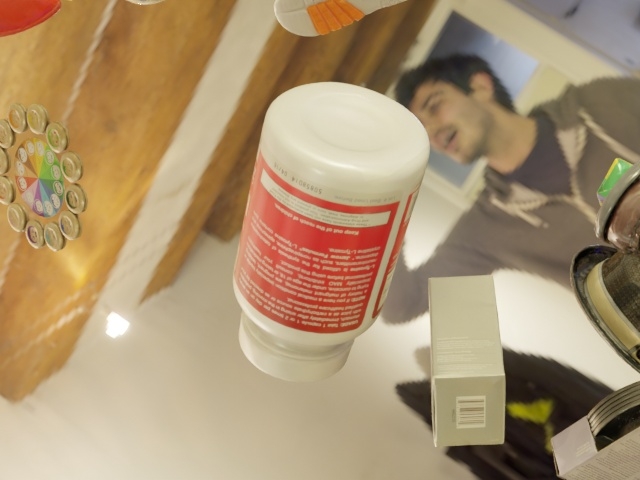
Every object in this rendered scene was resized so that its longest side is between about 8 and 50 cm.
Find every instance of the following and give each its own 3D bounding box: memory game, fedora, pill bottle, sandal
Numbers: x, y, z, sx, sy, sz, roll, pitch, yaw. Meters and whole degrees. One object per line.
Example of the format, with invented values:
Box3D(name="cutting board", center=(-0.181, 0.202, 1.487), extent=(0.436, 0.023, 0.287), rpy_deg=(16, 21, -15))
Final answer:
Box3D(name="memory game", center=(-0.342, -0.076, 1.432), extent=(0.012, 0.186, 0.186), rpy_deg=(-21, -33, -46))
Box3D(name="fedora", center=(0.551, 0.091, 1.813), extent=(0.152, 0.334, 0.334), rpy_deg=(-55, -7, 33))
Box3D(name="pill bottle", center=(0.000, 0.000, 1.701), extent=(0.229, 0.229, 0.407), rpy_deg=(-46, -23, -50))
Box3D(name="sandal", center=(0.049, -0.409, 1.927), extent=(0.265, 0.076, 0.102), rpy_deg=(-17, -41, -6))

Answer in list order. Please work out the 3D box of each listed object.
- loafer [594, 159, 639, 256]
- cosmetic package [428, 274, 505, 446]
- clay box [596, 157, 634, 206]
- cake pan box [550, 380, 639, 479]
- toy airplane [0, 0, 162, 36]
Box3D(name="loafer", center=(0.343, -0.031, 0.975), extent=(0.303, 0.095, 0.109), rpy_deg=(-11, -46, -44))
Box3D(name="cosmetic package", center=(0.201, 0.162, 1.655), extent=(0.238, 0.107, 0.127), rpy_deg=(-88, -6, -60))
Box3D(name="clay box", center=(0.395, -0.024, 1.385), extent=(0.053, 0.127, 0.222), rpy_deg=(-60, -20, -1))
Box3D(name="cake pan box", center=(0.481, 0.273, 1.600), extent=(0.246, 0.267, 0.070), rpy_deg=(-44, 36, 32))
Box3D(name="toy airplane", center=(-0.213, -0.358, 1.150), extent=(0.384, 0.272, 0.386), rpy_deg=(-30, 38, 10))
